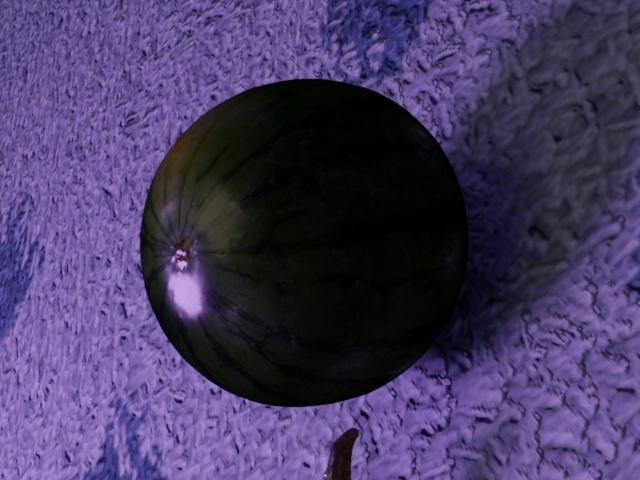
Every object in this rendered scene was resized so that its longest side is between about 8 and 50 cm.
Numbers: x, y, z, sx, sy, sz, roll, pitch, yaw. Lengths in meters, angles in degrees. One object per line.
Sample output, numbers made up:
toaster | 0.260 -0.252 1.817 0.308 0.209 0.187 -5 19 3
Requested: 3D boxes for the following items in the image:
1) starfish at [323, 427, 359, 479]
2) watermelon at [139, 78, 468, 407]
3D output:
starfish | -0.016 0.248 0.952 0.301 0.084 0.294 6 71 60
watermelon | 0.000 0.000 1.016 0.188 0.214 0.188 7 99 45
